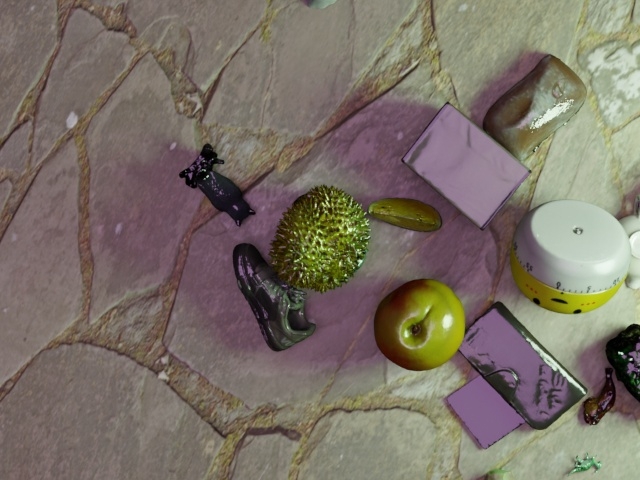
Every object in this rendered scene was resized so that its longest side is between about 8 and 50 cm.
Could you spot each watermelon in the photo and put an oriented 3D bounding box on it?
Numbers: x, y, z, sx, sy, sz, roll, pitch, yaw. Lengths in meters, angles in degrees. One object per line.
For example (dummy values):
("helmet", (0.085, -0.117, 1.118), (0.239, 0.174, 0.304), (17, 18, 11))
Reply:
("watermelon", (0.213, -0.074, 1.891), (0.182, 0.092, 0.075), (12, 79, 10))

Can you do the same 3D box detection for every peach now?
("peach", (0.236, 0.198, 1.826), (0.231, 0.231, 0.230), (0, 91, 9))

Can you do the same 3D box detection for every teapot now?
("teapot", (0.750, 0.001, 1.808), (0.145, 0.092, 0.226), (6, 88, 8))

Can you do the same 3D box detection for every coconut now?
("coconut", (0.437, 0.596, 1.866), (0.081, 0.083, 0.082), (-22, 66, 1))

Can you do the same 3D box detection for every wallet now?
("wallet", (0.483, 0.309, 1.869), (0.165, 0.042, 0.309), (-44, 85, 3))

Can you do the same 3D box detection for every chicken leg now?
("chicken leg", (0.679, 0.379, 1.851), (0.062, 0.037, 0.145), (34, 96, 23))

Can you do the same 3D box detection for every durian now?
("durian", (0.003, 0.003, 1.845), (0.225, 0.291, 0.291), (32, 95, 0))

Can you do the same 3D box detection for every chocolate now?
("chocolate", (0.514, -0.319, 1.843), (0.161, 0.083, 0.261), (45, 97, 8))

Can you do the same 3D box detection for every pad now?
("pad", (0.464, 0.378, 1.896), (0.265, 0.009, 0.159), (-37, 85, 6))

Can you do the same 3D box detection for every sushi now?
("sushi", (0.764, 0.309, 1.787), (0.127, 0.124, 0.225), (-39, 87, 5))

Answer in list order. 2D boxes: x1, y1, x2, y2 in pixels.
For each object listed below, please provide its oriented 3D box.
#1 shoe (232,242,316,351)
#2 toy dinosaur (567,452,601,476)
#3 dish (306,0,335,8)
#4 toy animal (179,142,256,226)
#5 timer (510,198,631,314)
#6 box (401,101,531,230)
("shoe", (-0.103, 0.127, 1.911), (0.149, 0.109, 0.292), (-19, 96, 31))
("toy dinosaur", (0.642, 0.550, 1.863), (0.062, 0.021, 0.083), (32, 94, -6))
("dish", (-0.009, -0.659, 1.943), (0.091, 0.039, 0.137), (-20, 89, 9))
("toy animal", (-0.251, -0.135, 1.949), (0.210, 0.117, 0.121), (44, 90, 8))
("timer", (0.564, 0.069, 1.782), (0.286, 0.285, 0.284), (0, 91, 9))
("box", (0.346, -0.175, 1.828), (0.252, 0.153, 0.188), (39, 102, 7))
